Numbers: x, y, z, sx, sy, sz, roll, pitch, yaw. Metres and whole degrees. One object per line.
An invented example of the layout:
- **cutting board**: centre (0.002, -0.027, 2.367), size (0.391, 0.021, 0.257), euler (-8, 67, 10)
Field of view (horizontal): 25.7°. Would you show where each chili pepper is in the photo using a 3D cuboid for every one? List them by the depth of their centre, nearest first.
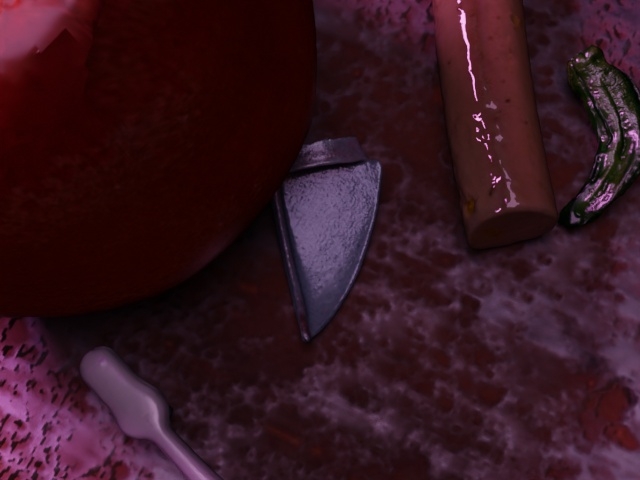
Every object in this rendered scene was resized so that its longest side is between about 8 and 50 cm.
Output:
- **chili pepper**: centre (0.179, -0.063, 0.872), size (0.055, 0.035, 0.118), euler (1, 79, 18)

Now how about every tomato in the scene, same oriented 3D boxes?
- **tomato**: centre (-0.163, -0.120, 0.784), size (0.289, 0.293, 0.325), euler (-10, 60, 23)

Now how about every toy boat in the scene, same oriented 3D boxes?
- **toy boat**: centre (0.000, 0.001, 0.865), size (0.096, 0.034, 0.122), euler (-14, 78, 1)

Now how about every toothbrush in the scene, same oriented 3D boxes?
- **toothbrush**: centre (0.008, 0.208, 0.775), size (0.042, 0.040, 0.418), euler (-46, 73, -3)

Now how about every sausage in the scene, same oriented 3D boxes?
- **sausage**: centre (0.104, -0.143, 0.891), size (0.065, 0.066, 0.301), euler (-5, 67, 2)
